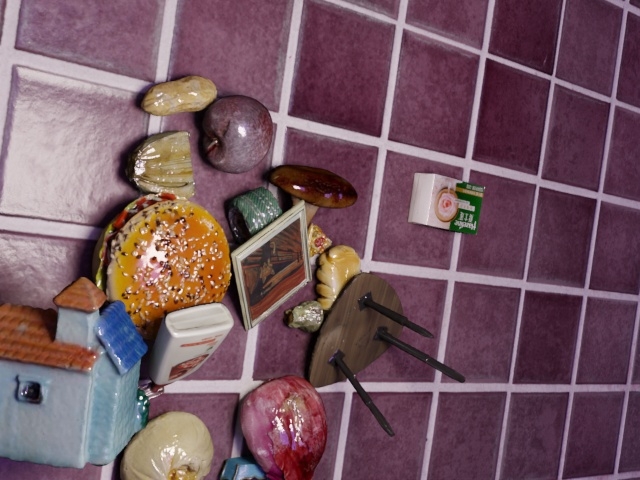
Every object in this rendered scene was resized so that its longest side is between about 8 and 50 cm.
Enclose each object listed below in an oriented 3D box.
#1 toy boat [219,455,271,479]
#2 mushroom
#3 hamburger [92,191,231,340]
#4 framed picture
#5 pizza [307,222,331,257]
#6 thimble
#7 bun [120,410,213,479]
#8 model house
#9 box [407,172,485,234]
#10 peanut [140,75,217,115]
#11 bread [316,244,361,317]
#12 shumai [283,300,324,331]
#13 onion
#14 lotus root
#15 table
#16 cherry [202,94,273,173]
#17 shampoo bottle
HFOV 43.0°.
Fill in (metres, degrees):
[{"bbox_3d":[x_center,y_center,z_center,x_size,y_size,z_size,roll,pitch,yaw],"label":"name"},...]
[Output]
[{"bbox_3d":[-0.142,0.542,1.869,0.185,0.075,0.077,10,87,-41],"label":"toy boat"},{"bbox_3d":[-0.039,-0.059,1.868,0.226,0.148,0.218,9,108,-27],"label":"mushroom"},{"bbox_3d":[-0.315,0.055,1.630,0.300,0.176,0.301,-5,98,-37],"label":"hamburger"},{"bbox_3d":[-0.099,0.062,1.802,0.216,0.016,0.273,-39,146,-26],"label":"framed picture"},{"bbox_3d":[0.000,0.000,1.944,0.078,0.025,0.083,-1,95,-34],"label":"pizza"},{"bbox_3d":[-0.141,-0.043,1.782,0.090,0.118,0.135,-28,129,-26],"label":"thimble"},{"bbox_3d":[-0.311,0.472,1.707,0.222,0.127,0.223,-3,95,-38],"label":"bun"},{"bbox_3d":[-0.463,0.202,1.450,0.294,0.252,0.330,8,103,4],"label":"model house"},{"bbox_3d":[0.332,-0.095,2.145,0.199,0.081,0.135,9,90,-34],"label":"box"},{"bbox_3d":[-0.287,-0.296,1.669,0.174,0.080,0.080,-21,107,-35],"label":"peanut"},{"bbox_3d":[0.044,0.099,1.950,0.119,0.084,0.177,-5,98,-38],"label":"bread"},{"bbox_3d":[-0.041,0.184,1.901,0.082,0.083,0.080,50,37,11],"label":"shumai"},{"bbox_3d":[-0.052,0.446,1.852,0.227,0.120,0.284,-21,92,-44],"label":"onion"},{"bbox_3d":[-0.332,-0.155,1.659,0.144,0.070,0.143,-7,104,-41],"label":"lotus root"},{"bbox_3d":[0.183,0.271,1.923,0.317,0.249,0.317,-25,132,-32],"label":"table"},{"bbox_3d":[-0.172,-0.223,1.724,0.176,0.140,0.176,-29,131,-40],"label":"cherry"},{"bbox_3d":[-0.285,0.230,1.591,0.153,0.284,0.071,-11,57,-43],"label":"shampoo bottle"}]
